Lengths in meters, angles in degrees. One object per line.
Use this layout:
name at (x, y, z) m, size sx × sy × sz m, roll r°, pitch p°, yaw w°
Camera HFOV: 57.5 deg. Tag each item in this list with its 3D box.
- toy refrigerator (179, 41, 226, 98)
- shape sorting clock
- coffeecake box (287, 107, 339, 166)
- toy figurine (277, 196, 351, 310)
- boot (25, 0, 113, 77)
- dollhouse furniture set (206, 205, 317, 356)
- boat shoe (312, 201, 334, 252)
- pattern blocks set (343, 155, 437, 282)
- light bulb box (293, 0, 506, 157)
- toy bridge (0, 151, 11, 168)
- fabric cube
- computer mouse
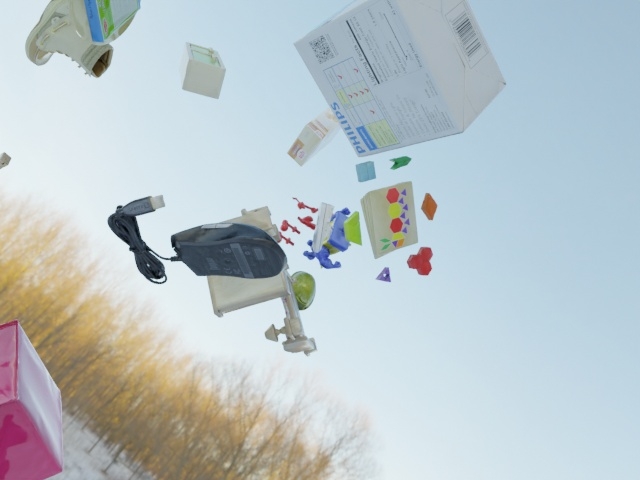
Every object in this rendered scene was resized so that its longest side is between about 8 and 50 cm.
toy refrigerator at (-0.337, -0.489, 1.649) m, size 0.102 × 0.094 × 0.270 m, roll 11°, pitch 23°, yaw -20°
shape sorting clock at (-0.390, -0.461, 1.068) m, size 0.040 × 0.206 × 0.206 m, roll 23°, pitch -28°, yaw 6°
coffeecake box at (-0.006, -0.336, 1.845) m, size 0.068 × 0.185 × 0.142 m, roll 43°, pitch -43°, yaw 0°
toy figurine at (0.000, 0.000, 1.684) m, size 0.191 × 0.363 × 0.217 m, roll 38°, pitch -41°, yaw -21°
boot at (-0.705, -0.529, 1.642) m, size 0.262 × 0.095 × 0.203 m, roll -35°, pitch -79°, yaw 36°
dollhouse furniture set at (-0.146, 0.131, 1.448) m, size 0.356 × 0.173 × 0.304 m, roll 70°, pitch 4°, yaw -68°
boat shoe at (0.009, -0.024, 1.151) m, size 0.035 × 0.100 × 0.035 m, roll 12°, pitch -9°, yaw -13°
pattern blocks set at (0.183, -0.053, 1.502) m, size 0.026 × 0.285 × 0.325 m, roll 17°, pitch -69°, yaw 59°
light bulb box at (0.187, -0.431, 1.426) m, size 0.361 × 0.225 × 0.358 m, roll -4°, pitch -56°, yaw 53°
toy bridge at (-0.862, -0.161, 1.459) m, size 0.188 × 0.063 × 0.026 m, roll -20°, pitch -45°, yaw 14°
fabric cube at (-0.738, 0.381, 1.271) m, size 0.254 × 0.258 × 0.258 m, roll -124°, pitch -159°, yaw -49°
computer mouse at (-0.185, -0.014, 0.884) m, size 0.261 × 0.060 × 0.184 m, roll -4°, pitch -43°, yaw 18°
